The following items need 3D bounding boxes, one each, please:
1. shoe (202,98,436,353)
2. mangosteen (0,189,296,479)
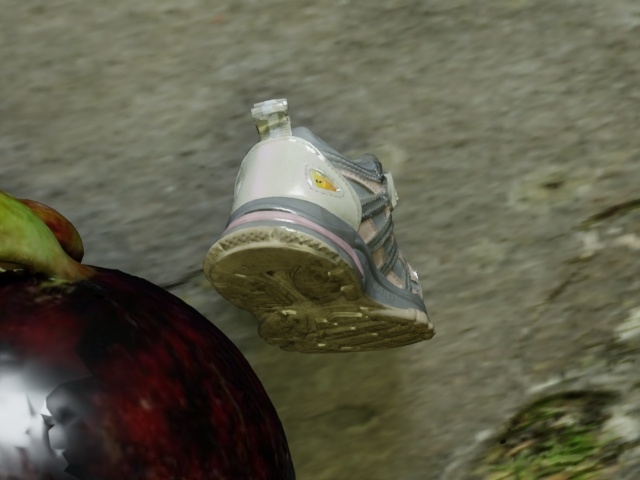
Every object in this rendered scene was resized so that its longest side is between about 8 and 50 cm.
[{"bbox_3d":[0.000,0.000,0.692,0.089,0.092,0.180,-10,155,22],"label":"shoe"},{"bbox_3d":[-0.151,0.115,0.606,0.288,0.288,0.288,-5,113,-13],"label":"mangosteen"}]
